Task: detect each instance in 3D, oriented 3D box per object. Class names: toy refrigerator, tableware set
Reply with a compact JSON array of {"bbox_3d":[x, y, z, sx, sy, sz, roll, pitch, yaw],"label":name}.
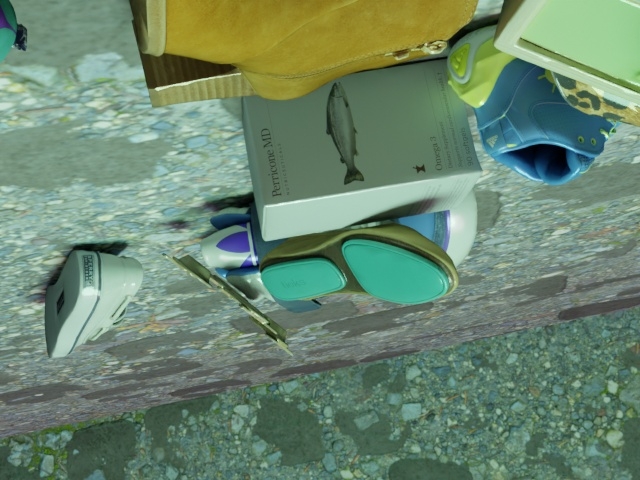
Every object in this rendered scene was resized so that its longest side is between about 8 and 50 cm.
[{"bbox_3d":[0.251,-0.123,0.619,0.269,0.094,0.102,20,158,-6],"label":"toy refrigerator"},{"bbox_3d":[-0.096,0.067,1.146,0.020,0.169,0.141,-51,144,-4],"label":"tableware set"}]

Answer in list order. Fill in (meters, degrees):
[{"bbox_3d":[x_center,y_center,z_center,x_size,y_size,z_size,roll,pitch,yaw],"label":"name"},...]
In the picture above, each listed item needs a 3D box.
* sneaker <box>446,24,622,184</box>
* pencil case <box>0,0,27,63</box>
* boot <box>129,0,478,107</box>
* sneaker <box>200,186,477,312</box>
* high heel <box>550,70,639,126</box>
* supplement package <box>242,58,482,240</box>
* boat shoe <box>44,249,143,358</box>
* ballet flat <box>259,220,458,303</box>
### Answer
[{"bbox_3d":[0.209,-0.102,0.846,0.240,0.126,0.091,-2,165,-29],"label":"sneaker"},{"bbox_3d":[-0.207,-0.135,0.525,0.064,0.070,0.151,-11,165,1],"label":"pencil case"},{"bbox_3d":[-0.004,-0.156,0.569,0.211,0.104,0.295,-14,172,-7],"label":"boot"},{"bbox_3d":[0.000,0.000,1.076,0.236,0.130,0.323,-10,172,-19],"label":"sneaker"},{"bbox_3d":[0.273,-0.118,0.718,0.186,0.093,0.261,4,150,51],"label":"high heel"},{"bbox_3d":[0.030,-0.075,0.866,0.179,0.105,0.105,-10,167,-6],"label":"supplement package"},{"bbox_3d":[-0.284,0.078,1.275,0.088,0.096,0.267,1,154,-25],"label":"boat shoe"},{"bbox_3d":[0.037,0.011,0.934,0.232,0.080,0.073,-3,-144,44],"label":"ballet flat"}]
